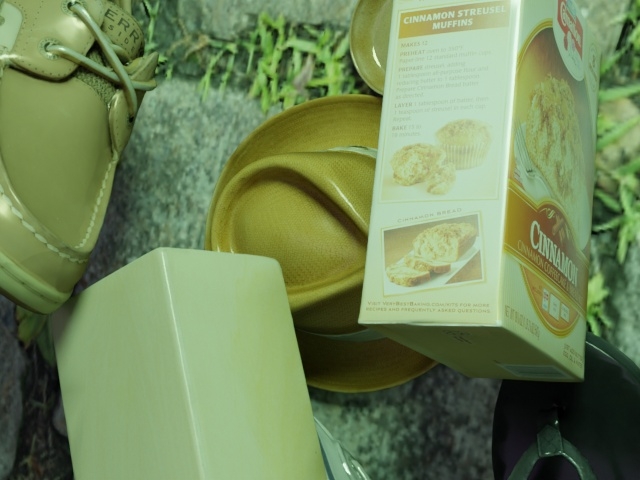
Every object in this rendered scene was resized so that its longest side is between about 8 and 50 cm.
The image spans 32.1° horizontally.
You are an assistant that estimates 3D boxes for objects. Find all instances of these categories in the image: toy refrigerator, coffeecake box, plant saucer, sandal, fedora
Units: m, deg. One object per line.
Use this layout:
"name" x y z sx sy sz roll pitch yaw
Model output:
"toy refrigerator" -0.053 0.148 0.568 0.102 0.094 0.269 -28 67 38
"coffeecake box" 0.085 -0.035 0.543 0.068 0.142 0.185 -1 74 28
"plant saucer" 0.057 -0.123 0.656 0.083 0.015 0.083 -1 87 29
"sandal" 0.129 0.172 0.580 0.097 0.054 0.254 2 89 29
"fedora" 0.000 0.000 0.645 0.194 0.079 0.194 -1 87 28

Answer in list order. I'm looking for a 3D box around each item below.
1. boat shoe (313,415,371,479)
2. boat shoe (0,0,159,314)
"boat shoe" -0.003 0.166 0.637 0.095 0.084 0.258 -41 61 24
"boat shoe" -0.160 -0.105 0.653 0.110 0.121 0.341 -30 43 14
